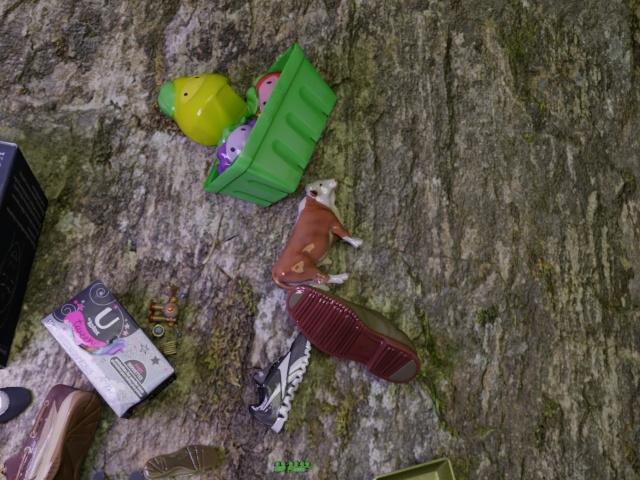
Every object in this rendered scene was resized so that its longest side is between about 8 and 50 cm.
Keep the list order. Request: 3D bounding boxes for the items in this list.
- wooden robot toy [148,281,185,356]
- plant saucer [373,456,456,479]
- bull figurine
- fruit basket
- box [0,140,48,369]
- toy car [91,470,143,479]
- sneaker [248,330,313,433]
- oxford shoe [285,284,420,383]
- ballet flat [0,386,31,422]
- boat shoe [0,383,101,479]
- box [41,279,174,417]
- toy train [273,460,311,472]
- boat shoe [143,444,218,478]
[{"bbox_3d":[-0.341,0.166,1.354,0.076,0.079,0.173,5,70,-11],"label":"wooden robot toy"},{"bbox_3d":[0.219,0.596,1.354,0.188,0.045,0.189,-9,74,-16],"label":"plant saucer"},{"bbox_3d":[0.000,0.000,1.478,0.188,0.101,0.310,28,67,-4],"label":"bull figurine"},{"bbox_3d":[-0.197,-0.300,1.466,0.392,0.283,0.392,6,77,-28],"label":"fruit basket"},{"bbox_3d":[-0.713,0.029,1.199,0.211,0.293,0.396,8,69,-10],"label":"box"},{"bbox_3d":[-0.415,0.546,1.201,0.155,0.149,0.188,3,44,-9],"label":"toy car"},{"bbox_3d":[-0.092,0.300,1.366,0.106,0.078,0.234,24,70,-7],"label":"sneaker"},{"bbox_3d":[0.073,0.201,1.417,0.348,0.130,0.123,35,112,-11],"label":"oxford shoe"},{"bbox_3d":[-0.689,0.339,1.219,0.203,0.074,0.074,-11,74,-17],"label":"ballet flat"},{"bbox_3d":[-0.554,0.452,1.202,0.123,0.123,0.342,12,78,24],"label":"boat shoe"},{"bbox_3d":[-0.427,0.227,1.266,0.142,0.163,0.247,-40,84,-20],"label":"box"},{"bbox_3d":[-0.062,0.495,1.339,0.083,0.017,0.024,5,80,-12],"label":"toy train"},{"bbox_3d":[-0.293,0.469,1.285,0.153,0.048,0.056,-9,61,-23],"label":"boat shoe"}]
